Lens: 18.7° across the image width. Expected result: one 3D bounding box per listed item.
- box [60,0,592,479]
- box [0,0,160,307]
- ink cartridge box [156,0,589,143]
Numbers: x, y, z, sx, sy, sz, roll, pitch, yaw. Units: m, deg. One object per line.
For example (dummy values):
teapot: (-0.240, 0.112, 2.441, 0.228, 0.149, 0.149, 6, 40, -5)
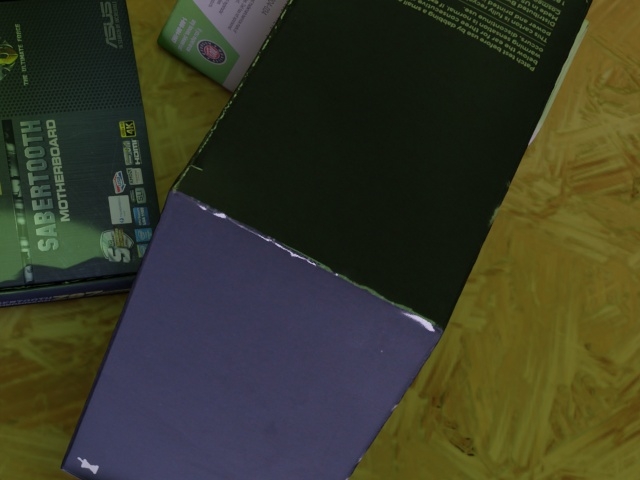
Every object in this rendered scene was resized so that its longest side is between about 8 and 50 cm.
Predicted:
box: (0.000, 0.000, 1.300, 0.179, 0.343, 0.312, 28, 52, 1)
box: (-0.222, -0.068, 1.460, 0.183, 0.059, 0.233, -6, 76, -15)
ink cartridge box: (0.035, -0.155, 1.478, 0.273, 0.198, 0.115, 32, 65, -5)
